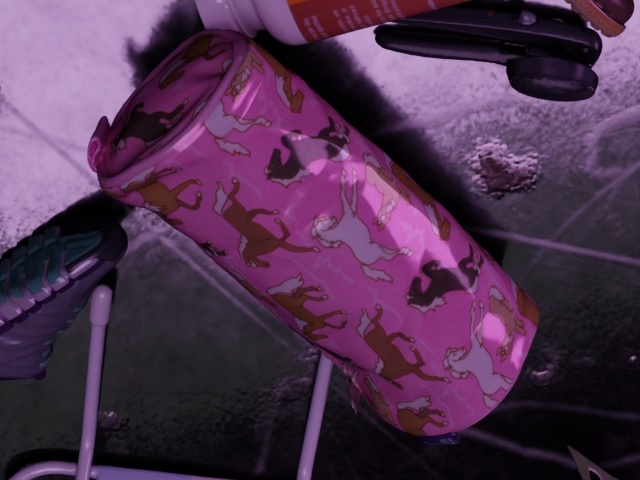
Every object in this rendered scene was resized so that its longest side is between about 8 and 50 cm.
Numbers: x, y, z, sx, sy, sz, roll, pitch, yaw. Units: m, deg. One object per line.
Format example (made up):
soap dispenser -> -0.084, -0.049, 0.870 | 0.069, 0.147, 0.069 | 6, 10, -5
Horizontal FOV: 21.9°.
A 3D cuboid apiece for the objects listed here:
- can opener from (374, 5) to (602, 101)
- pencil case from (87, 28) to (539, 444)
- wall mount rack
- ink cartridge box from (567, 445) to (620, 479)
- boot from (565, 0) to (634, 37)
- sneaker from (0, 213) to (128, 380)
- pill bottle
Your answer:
can opener -> 0.136, -0.163, 1.330 | 0.186, 0.073, 0.059 | 15, 118, 3
pencil case -> 0.000, 0.000, 1.296 | 0.386, 0.160, 0.167 | 43, 79, -28
wall mount rack -> -0.108, 0.208, 1.432 | 0.350, 0.130, 0.304 | 7, 77, -5
ink cartridge box -> 0.291, 0.282, 1.471 | 0.209, 0.109, 0.062 | 36, 105, -14
boot -> 0.230, -0.302, 1.260 | 0.207, 0.090, 0.248 | -33, 104, 13
sneaker -> -0.238, 0.062, 1.402 | 0.224, 0.083, 0.098 | -30, 123, 19
pill bottle -> 0.013, -0.219, 1.264 | 0.216, 0.121, 0.121 | -14, 110, 12
